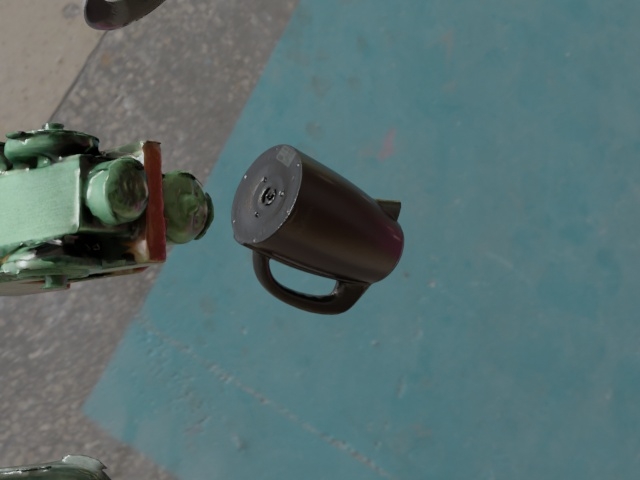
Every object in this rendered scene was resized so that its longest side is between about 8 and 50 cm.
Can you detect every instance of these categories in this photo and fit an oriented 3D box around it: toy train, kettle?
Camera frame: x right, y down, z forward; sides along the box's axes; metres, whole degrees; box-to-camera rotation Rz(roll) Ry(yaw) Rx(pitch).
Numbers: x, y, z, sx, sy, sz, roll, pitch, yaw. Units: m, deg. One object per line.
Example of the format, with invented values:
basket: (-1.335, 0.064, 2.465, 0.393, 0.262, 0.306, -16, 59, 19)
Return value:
toy train: (-0.130, -0.009, 0.521, 0.118, 0.175, 0.074, 5, 79, -55)
kettle: (0.000, 0.000, 1.534, 0.232, 0.144, 0.202, 27, 93, -35)

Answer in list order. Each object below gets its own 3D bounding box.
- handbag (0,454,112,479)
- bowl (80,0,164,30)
handbag: (-0.223, 0.262, 0.651, 0.079, 0.247, 0.260, -66, 147, -71)
bowl: (-0.254, -0.369, 1.447, 0.189, 0.189, 0.086, -34, 80, -34)
